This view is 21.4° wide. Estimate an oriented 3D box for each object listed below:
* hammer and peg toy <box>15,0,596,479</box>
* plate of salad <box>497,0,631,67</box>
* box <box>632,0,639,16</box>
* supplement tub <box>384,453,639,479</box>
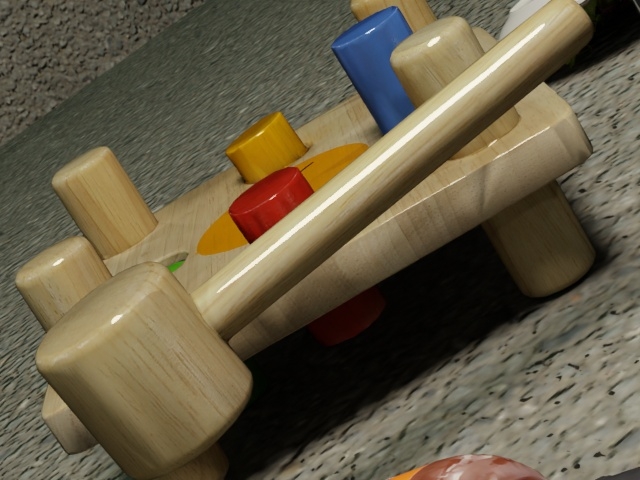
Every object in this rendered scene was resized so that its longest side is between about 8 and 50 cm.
[{"bbox_3d":[0.000,0.000,0.747,0.266,0.127,0.361,-30,15,3],"label":"hammer and peg toy"},{"bbox_3d":[0.185,-0.162,1.026,0.200,0.048,0.200,-37,5,4],"label":"plate of salad"},{"bbox_3d":[0.175,-0.093,0.545,0.093,0.156,0.158,-22,18,36],"label":"box"},{"bbox_3d":[0.009,0.115,0.404,0.198,0.106,0.106,-26,17,27],"label":"supplement tub"}]
